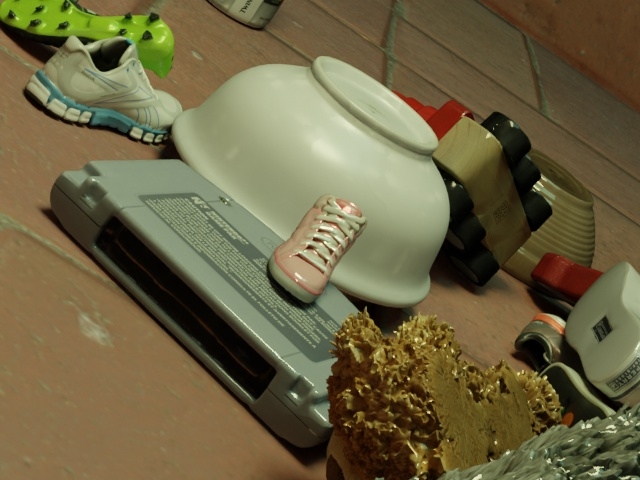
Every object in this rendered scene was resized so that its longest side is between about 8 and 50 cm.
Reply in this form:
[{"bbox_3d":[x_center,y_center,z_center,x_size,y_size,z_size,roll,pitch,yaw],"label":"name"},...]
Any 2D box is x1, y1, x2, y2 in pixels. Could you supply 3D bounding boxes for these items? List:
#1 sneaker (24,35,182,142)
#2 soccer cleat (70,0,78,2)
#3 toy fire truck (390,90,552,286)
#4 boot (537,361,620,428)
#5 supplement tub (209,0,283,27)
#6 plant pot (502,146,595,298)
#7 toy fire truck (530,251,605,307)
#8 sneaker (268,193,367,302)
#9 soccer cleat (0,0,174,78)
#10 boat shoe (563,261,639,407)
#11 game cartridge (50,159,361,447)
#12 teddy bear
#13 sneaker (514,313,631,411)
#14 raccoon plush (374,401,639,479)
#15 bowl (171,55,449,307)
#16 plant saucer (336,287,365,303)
[{"bbox_3d":[-0.183,-0.147,1.480,0.071,0.083,0.190,43,18,27],"label":"sneaker"},{"bbox_3d":[-0.315,-0.328,1.718,0.121,0.093,0.289,61,-1,-31],"label":"soccer cleat"},{"bbox_3d":[0.101,-0.078,1.733,0.246,0.158,0.217,39,-10,31],"label":"toy fire truck"},{"bbox_3d":[0.294,0.217,1.447,0.176,0.088,0.244,32,15,-17],"label":"boot"},{"bbox_3d":[-0.070,-0.385,2.083,0.117,0.190,0.117,32,20,-13],"label":"supplement tub"},{"bbox_3d":[0.259,-0.041,1.966,0.237,0.110,0.237,31,20,-13],"label":"plant pot"},{"bbox_3d":[0.400,0.116,1.788,0.302,0.169,0.254,32,0,-15],"label":"toy fire truck"},{"bbox_3d":[0.000,0.000,1.308,0.051,0.070,0.134,37,19,-3],"label":"sneaker"},{"bbox_3d":[-0.227,-0.194,1.532,0.178,0.072,0.060,13,54,10],"label":"soccer cleat"},{"bbox_3d":[0.307,0.100,1.548,0.088,0.096,0.267,42,11,-9],"label":"boat shoe"},{"bbox_3d":[-0.062,0.044,1.281,0.297,0.062,0.198,42,15,18],"label":"game cartridge"},{"bbox_3d":[0.101,0.161,1.174,0.338,0.113,0.245,-4,73,-67],"label":"teddy bear"},{"bbox_3d":[0.259,0.146,1.625,0.158,0.061,0.065,43,46,21],"label":"sneaker"},{"bbox_3d":[0.112,0.132,0.956,0.299,0.216,0.446,37,51,-19],"label":"raccoon plush"},{"bbox_3d":[0.017,-0.081,1.504,0.298,0.134,0.298,32,18,-12],"label":"bowl"},{"bbox_3d":[-0.018,0.008,1.481,0.168,0.029,0.168,32,18,-11],"label":"plant saucer"}]
